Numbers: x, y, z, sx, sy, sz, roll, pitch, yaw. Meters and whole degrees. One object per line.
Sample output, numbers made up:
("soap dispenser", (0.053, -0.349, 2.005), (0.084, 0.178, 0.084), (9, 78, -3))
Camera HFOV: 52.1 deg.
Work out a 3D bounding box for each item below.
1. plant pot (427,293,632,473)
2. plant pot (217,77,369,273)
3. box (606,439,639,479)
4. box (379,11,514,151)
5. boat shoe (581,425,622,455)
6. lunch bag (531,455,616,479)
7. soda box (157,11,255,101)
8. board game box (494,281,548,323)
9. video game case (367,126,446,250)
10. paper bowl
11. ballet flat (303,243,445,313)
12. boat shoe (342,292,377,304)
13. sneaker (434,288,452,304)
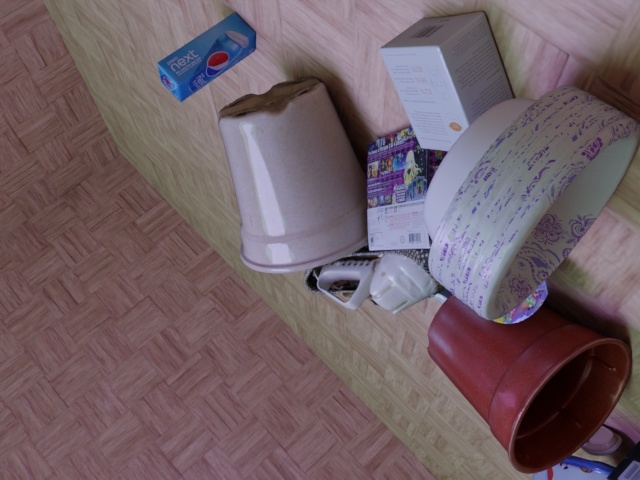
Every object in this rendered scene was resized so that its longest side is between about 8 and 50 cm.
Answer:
("plant pot", (0.347, 0.216, 1.165), (0.265, 0.272, 0.272), (42, 163, 48))
("plant pot", (-0.055, -0.149, 1.331), (0.334, 0.334, 0.305), (23, 137, 55))
("box", (0.619, 0.416, 1.031), (0.142, 0.163, 0.247), (56, 162, -14))
("box", (0.182, -0.217, 0.918), (0.130, 0.091, 0.170), (22, 147, 55))
("boat shoe", (0.539, 0.392, 1.342), (0.059, 0.063, 0.170), (46, 164, -8))
("lunch bag", (0.580, 0.509, 1.265), (0.303, 0.115, 0.243), (26, 162, -14))
("soda box", (-0.238, -0.389, 1.386), (0.071, 0.210, 0.067), (46, 162, 10))
("board game box", (0.300, 0.052, 1.083), (0.133, 0.033, 0.168), (-30, 56, 47))
("video game case", (0.148, -0.087, 1.160), (0.232, 0.042, 0.210), (173, 96, -69))
("paper bowl", (0.237, -0.055, 0.795), (0.148, 0.284, 0.284), (41, 161, 25))
("ballet flat", (0.122, 0.072, 1.365), (0.164, 0.182, 0.483), (51, 151, -21))
("boat shoe", (0.161, 0.109, 1.637), (0.123, 0.123, 0.342), (21, 166, -12))
("sneaker", (0.272, 0.120, 1.453), (0.152, 0.054, 0.061), (36, 160, 36))
